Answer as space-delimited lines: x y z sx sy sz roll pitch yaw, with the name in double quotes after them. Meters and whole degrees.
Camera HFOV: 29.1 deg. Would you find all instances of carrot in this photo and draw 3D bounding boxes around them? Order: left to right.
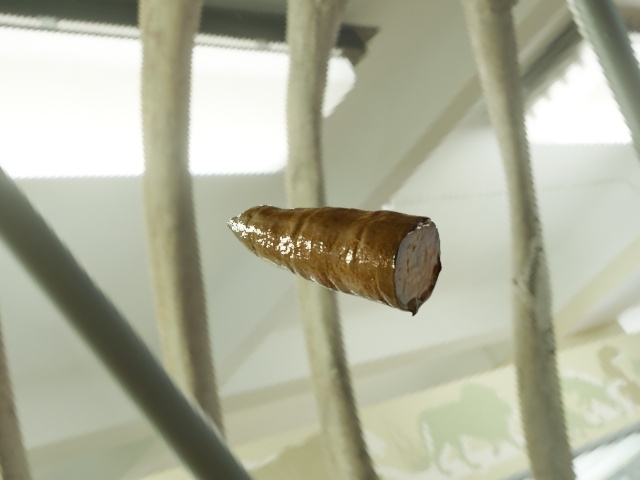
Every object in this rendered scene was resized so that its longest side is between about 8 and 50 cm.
0.000 0.000 0.939 0.072 0.205 0.072 -16 -68 -44 "carrot"
